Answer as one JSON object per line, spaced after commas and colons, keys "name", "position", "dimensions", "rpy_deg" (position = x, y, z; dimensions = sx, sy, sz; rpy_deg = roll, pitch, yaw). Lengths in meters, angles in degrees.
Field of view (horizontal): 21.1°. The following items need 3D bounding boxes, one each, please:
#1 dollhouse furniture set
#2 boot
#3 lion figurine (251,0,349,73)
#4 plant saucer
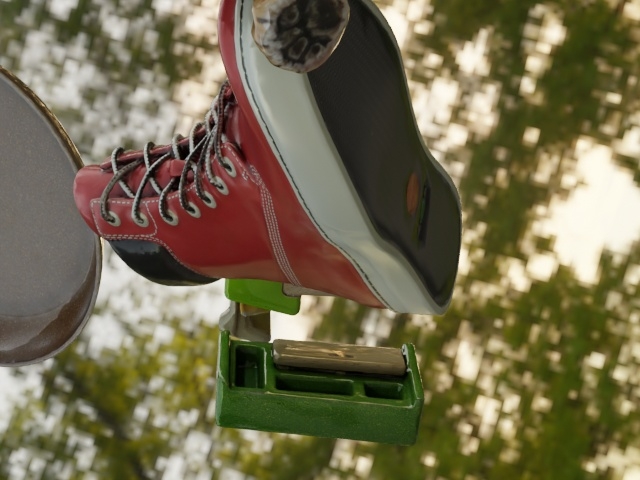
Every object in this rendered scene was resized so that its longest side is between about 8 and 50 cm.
{"name": "dollhouse furniture set", "position": [0.000, 0.000, 1.355], "dimensions": [0.301, 0.151, 0.197], "rpy_deg": [-96, 11, -67]}
{"name": "boot", "position": [-0.047, -0.037, 0.743], "dimensions": [0.244, 0.176, 0.088], "rpy_deg": [61, -142, -60]}
{"name": "lion figurine", "position": [0.017, -0.189, 0.639], "dimensions": [0.392, 0.240, 0.142], "rpy_deg": [-17, -53, -22]}
{"name": "plant saucer", "position": [-0.301, -0.038, 1.446], "dimensions": [0.050, 0.311, 0.310], "rpy_deg": [-42, -34, -48]}
